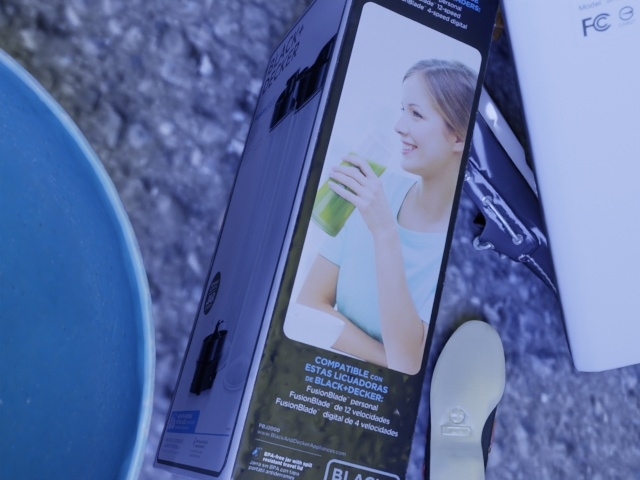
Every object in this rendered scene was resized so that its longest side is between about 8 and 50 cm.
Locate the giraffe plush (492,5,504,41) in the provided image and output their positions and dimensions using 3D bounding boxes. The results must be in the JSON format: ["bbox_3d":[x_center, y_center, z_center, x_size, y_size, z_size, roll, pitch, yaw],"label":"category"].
[{"bbox_3d":[0.129,-0.236,0.599,0.181,0.170,0.210,6,36,-27],"label":"giraffe plush"}]

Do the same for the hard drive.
[{"bbox_3d":[0.229,-0.086,0.463,0.233,0.047,0.353,-14,124,10],"label":"hard drive"}]

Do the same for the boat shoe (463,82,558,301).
[{"bbox_3d":[0.137,-0.021,0.620,0.065,0.075,0.206,-28,100,16],"label":"boat shoe"}]

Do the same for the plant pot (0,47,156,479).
[{"bbox_3d":[-0.234,0.055,0.345,0.290,0.195,0.290,5,78,-24],"label":"plant pot"}]

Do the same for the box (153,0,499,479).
[{"bbox_3d":[0.000,0.000,0.482,0.087,0.169,0.290,20,74,-17],"label":"box"}]

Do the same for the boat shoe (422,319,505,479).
[{"bbox_3d":[0.095,0.120,0.572,0.049,0.042,0.133,9,74,3],"label":"boat shoe"}]
